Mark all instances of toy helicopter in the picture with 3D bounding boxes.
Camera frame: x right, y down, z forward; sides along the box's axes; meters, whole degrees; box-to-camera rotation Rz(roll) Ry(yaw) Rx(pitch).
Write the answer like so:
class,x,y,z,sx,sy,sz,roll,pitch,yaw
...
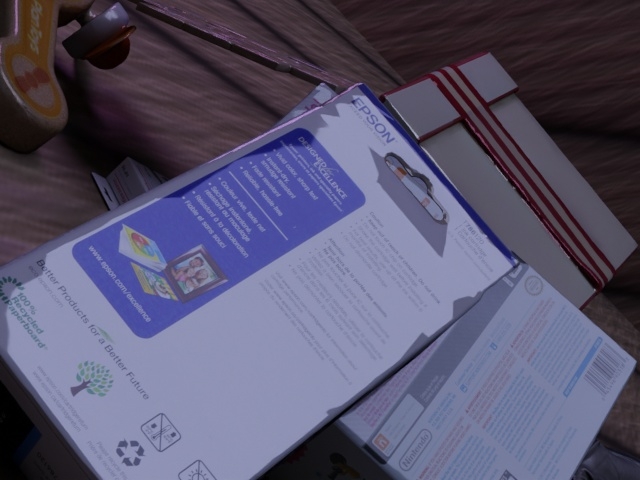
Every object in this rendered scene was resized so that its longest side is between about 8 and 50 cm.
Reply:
class,x,y,z,sx,sy,sz,roll,pitch,yaw
toy helicopter,-0.231,-0.189,1.037,0.235,0.140,0.355,48,22,-40

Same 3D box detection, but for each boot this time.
class,x,y,z,sx,sy,sz,roll,pitch,yaw
boot,0.304,0.284,1.423,0.246,0.083,0.161,40,22,-8

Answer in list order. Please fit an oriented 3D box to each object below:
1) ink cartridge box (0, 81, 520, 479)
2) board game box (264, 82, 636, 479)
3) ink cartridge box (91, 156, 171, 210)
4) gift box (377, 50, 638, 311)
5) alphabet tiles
class,x,y,z,sx,sy,sz,roll,pitch,yaw
ink cartridge box,-0.037,0.036,0.732,0.332,0.065,0.165,-31,77,-41
board game box,0.037,0.067,0.864,0.303,0.097,0.224,43,47,2
ink cartridge box,-0.138,-0.034,1.018,0.083,0.028,0.048,28,24,-52
gift box,0.068,0.008,1.095,0.258,0.276,0.255,53,28,5
alphabet tiles,-0.062,-0.161,1.058,0.198,0.009,0.237,25,9,7
